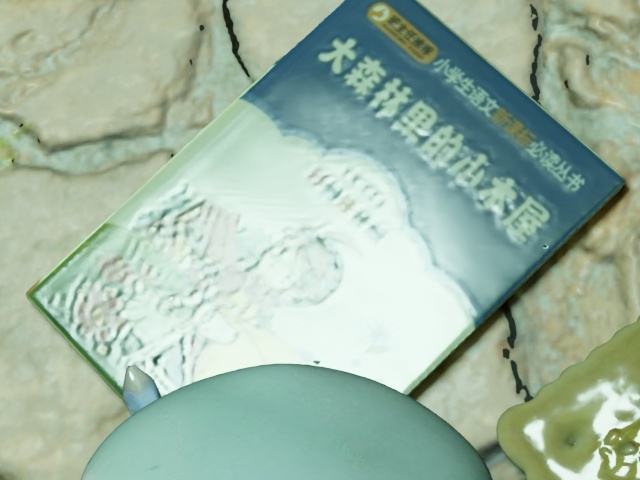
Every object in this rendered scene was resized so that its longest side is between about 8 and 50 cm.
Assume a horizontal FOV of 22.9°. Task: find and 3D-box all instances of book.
[{"bbox_3d":[0.000,0.000,1.000,0.322,0.018,0.228,-44,71,-7],"label":"book"}]

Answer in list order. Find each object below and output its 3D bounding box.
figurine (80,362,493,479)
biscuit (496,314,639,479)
[{"bbox_3d":[-0.036,0.245,0.805,0.224,0.205,0.382,7,73,11],"label":"figurine"},{"bbox_3d":[0.284,0.098,0.911,0.325,0.044,0.217,-34,72,-4],"label":"biscuit"}]
